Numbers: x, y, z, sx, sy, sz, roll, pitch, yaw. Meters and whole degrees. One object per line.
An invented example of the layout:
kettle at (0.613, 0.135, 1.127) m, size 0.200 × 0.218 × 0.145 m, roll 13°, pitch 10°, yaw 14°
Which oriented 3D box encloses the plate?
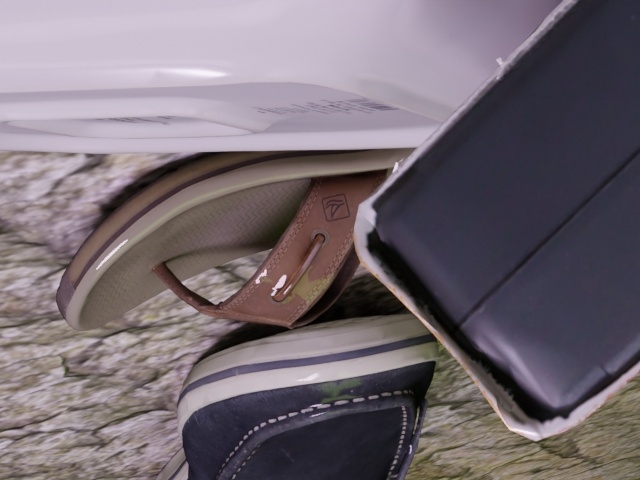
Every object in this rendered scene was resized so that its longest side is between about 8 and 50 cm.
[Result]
plate at (-0.059, -0.057, 0.571) m, size 0.278 × 0.045 × 0.277 m, roll 0°, pitch 177°, yaw 20°

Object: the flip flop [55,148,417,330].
flip flop at (0.000, 0.000, 0.931) m, size 0.277 × 0.080 × 0.112 m, roll -13°, pitch 160°, yaw -11°

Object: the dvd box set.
dvd box set at (0.173, -0.102, 0.489) m, size 0.307 × 0.062 × 0.420 m, roll -45°, pitch 174°, yaw 14°

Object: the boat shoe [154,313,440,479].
boat shoe at (-0.021, 0.184, 1.303) m, size 0.186 × 0.156 × 0.500 m, roll -8°, pitch 157°, yaw -19°
